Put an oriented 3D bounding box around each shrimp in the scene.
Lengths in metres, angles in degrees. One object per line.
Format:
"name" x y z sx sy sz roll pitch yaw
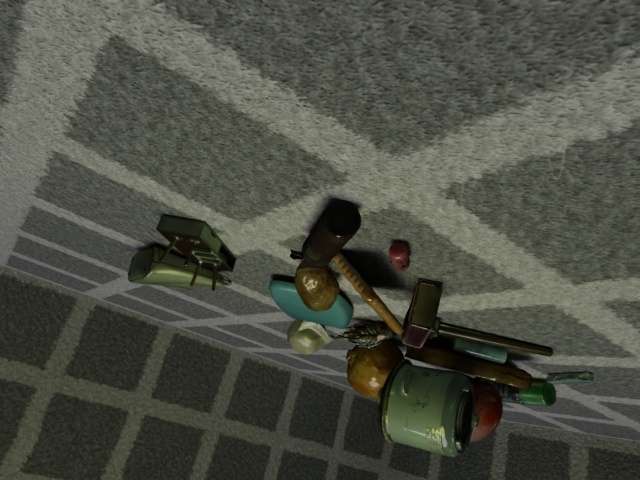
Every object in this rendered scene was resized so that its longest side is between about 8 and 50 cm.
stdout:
"shrimp" 0.145 0.316 1.629 0.232 0.090 0.079 -10 168 15

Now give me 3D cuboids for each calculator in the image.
"calculator" -0.027 0.201 1.534 0.255 0.055 0.386 10 157 13

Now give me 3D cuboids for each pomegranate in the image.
"pomegranate" 0.201 0.467 1.809 0.247 0.249 0.248 13 159 5

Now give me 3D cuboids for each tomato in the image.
"tomato" 0.489 0.577 1.696 0.269 0.227 0.270 14 173 2

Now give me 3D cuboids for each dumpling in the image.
"dumpling" -0.041 0.351 1.812 0.162 0.132 0.250 26 147 -9

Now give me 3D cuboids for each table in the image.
"table" -0.323 0.043 1.263 0.121 0.111 0.240 9 158 14

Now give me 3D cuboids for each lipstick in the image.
"lipstick" 0.494 0.339 1.520 0.157 0.048 0.048 14 159 6

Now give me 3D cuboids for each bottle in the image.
"bottle" 0.735 0.579 1.886 0.093 0.093 0.330 26 157 -25

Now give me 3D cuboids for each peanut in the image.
"peanut" -0.009 0.114 1.251 0.108 0.095 0.226 -6 151 11

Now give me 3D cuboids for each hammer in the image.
"hammer" 0.480 0.289 1.418 0.364 0.044 0.111 11 158 8
"hammer" 0.161 0.034 1.002 0.043 0.043 0.083 8 159 18

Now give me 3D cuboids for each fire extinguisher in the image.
"fire extinguisher" 0.000 0.000 0.983 0.089 0.072 0.268 10 160 -10

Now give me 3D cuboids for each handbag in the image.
"handbag" -0.432 0.123 1.556 0.315 0.110 0.241 26 157 -35

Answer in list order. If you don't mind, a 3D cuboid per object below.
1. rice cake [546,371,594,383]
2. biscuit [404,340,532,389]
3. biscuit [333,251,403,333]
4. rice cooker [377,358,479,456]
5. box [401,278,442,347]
"rice cake" 0.808 0.448 1.595 0.042 0.031 0.180 22 157 -10
"biscuit" 0.484 0.407 1.636 0.393 0.077 0.368 13 169 9
"biscuit" 0.116 0.129 1.156 0.160 0.030 0.250 52 -178 37
"rice cooker" 0.316 0.513 1.507 0.316 0.264 0.317 19 139 17
"box" 0.249 0.187 1.216 0.068 0.120 0.224 15 161 10
